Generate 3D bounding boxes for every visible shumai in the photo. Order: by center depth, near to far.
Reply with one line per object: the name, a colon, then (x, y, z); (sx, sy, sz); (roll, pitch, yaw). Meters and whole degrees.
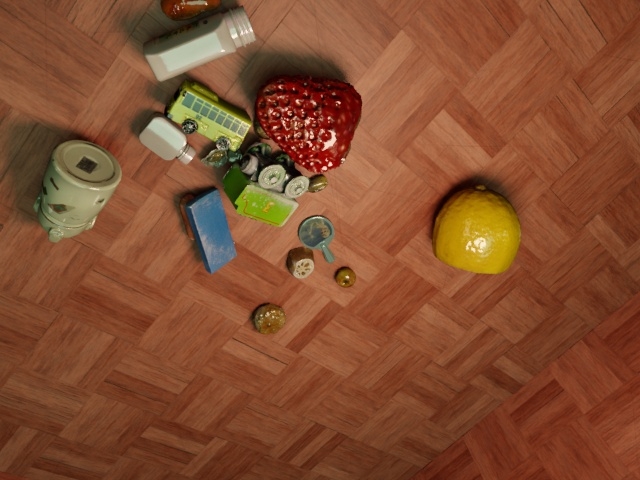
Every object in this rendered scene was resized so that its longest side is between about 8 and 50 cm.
shumai: (-0.172, -0.408, 1.714); (0.123, 0.105, 0.139); (17, 141, -26)

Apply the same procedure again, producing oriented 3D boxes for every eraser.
eraser: (-0.411, -0.035, 1.859); (0.144, 0.042, 0.312); (-40, 135, -36)

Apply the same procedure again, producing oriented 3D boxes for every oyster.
oyster: (-0.377, -0.299, 1.745); (0.100, 0.037, 0.098); (-9, 155, 1)

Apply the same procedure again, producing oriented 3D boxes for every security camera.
security camera: (-0.290, -0.303, 1.775); (0.092, 0.058, 0.058); (13, 118, -6)

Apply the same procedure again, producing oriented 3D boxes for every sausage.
sausage: (-0.389, -0.713, 1.471); (0.179, 0.089, 0.089); (-14, 123, -2)
sausage: (-0.479, -0.082, 1.844); (0.077, 0.077, 0.194); (-11, 123, -7)

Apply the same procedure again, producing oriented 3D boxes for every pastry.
pastry: (-0.224, 0.347, 2.166); (0.153, 0.081, 0.153); (-11, 121, -19)

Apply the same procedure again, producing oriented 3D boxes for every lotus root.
lotus root: (-0.018, -0.214, 1.889); (0.099, 0.049, 0.054); (-25, 132, 1)
lotus root: (-0.078, 0.094, 2.053); (0.112, 0.081, 0.122); (3, 121, -24)

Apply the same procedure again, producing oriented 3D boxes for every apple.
apple: (0.110, 0.162, 2.136); (0.089, 0.074, 0.090); (-5, 122, -8)

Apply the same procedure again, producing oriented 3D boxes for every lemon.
lemon: (0.637, -0.054, 1.985); (0.363, 0.364, 0.365); (-6, 122, -10)

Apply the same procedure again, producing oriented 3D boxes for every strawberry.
strawberry: (-0.044, -0.405, 1.606); (0.344, 0.295, 0.318); (15, 121, -42)

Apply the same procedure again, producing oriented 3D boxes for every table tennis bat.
table tennis bat: (0.000, 0.000, 2.035); (0.149, 0.038, 0.237); (-26, 120, 2)

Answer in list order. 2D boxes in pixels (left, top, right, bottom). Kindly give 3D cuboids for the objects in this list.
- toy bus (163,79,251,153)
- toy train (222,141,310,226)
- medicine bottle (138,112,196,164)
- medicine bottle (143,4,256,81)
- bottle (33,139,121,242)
toy bus: (-0.371, -0.416, 1.633); (0.262, 0.128, 0.150); (25, 112, -27)
toy train: (-0.195, -0.196, 1.754); (0.249, 0.173, 0.307); (-49, 143, 18)
medicine bottle: (-0.518, -0.340, 1.678); (0.183, 0.069, 0.119); (38, 105, -29)
medicine bottle: (-0.363, -0.600, 1.489); (0.324, 0.179, 0.124); (-20, 124, 0)
bottle: (-0.817, -0.151, 1.632); (0.229, 0.229, 0.351); (24, 132, -25)
